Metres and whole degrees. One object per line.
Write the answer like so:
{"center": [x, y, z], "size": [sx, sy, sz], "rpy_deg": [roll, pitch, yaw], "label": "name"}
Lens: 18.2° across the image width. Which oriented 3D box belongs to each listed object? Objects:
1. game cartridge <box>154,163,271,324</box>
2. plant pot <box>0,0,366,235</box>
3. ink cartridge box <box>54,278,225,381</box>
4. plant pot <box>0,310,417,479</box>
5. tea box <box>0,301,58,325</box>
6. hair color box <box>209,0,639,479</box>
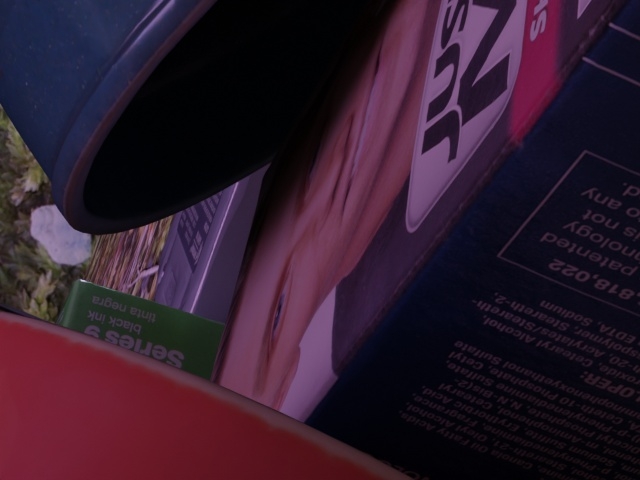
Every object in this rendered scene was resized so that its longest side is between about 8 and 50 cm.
{"center": [-0.057, -0.020, 1.332], "size": [0.294, 0.060, 0.196], "rpy_deg": [-127, 61, -79], "label": "game cartridge"}
{"center": [-0.051, -0.184, 0.665], "size": [0.272, 0.255, 0.271], "rpy_deg": [-38, -7, -6], "label": "plant pot"}
{"center": [-0.143, 0.201, 1.160], "size": [0.211, 0.121, 0.289], "rpy_deg": [125, 162, -58], "label": "ink cartridge box"}
{"center": [-0.053, 0.163, 0.412], "size": [0.243, 0.275, 0.275], "rpy_deg": [-63, 8, -14], "label": "plant pot"}
{"center": [-0.198, 0.183, 0.759], "size": [0.220, 0.323, 0.329], "rpy_deg": [0, 68, 52], "label": "tea box"}
{"center": [0.063, -0.019, 0.518], "size": [0.347, 0.105, 0.174], "rpy_deg": [123, 164, -55], "label": "hair color box"}
